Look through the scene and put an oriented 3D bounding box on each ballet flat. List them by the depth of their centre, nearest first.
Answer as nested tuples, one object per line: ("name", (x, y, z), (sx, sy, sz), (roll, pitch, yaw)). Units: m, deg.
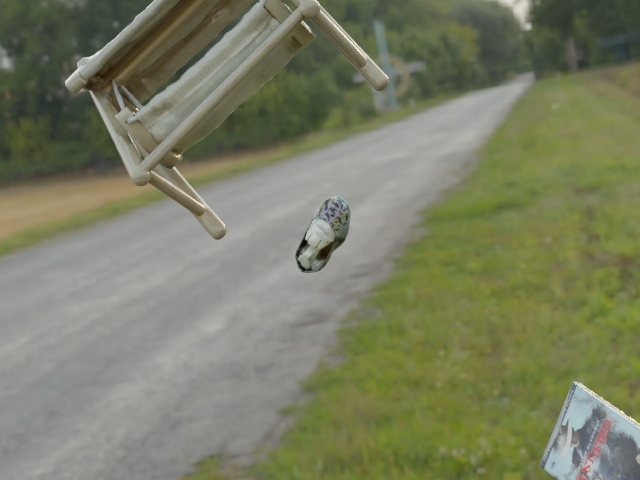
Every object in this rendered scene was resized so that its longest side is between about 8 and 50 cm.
("ballet flat", (0.000, 0.000, 1.392), (0.041, 0.041, 0.114), (-12, -26, -23))

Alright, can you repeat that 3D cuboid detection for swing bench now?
("swing bench", (-0.115, -0.187, 1.473), (0.253, 0.254, 0.165), (-44, -38, 6))

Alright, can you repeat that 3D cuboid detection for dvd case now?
("dvd case", (0.243, 0.186, 1.209), (0.013, 0.087, 0.119), (12, 15, -31))
